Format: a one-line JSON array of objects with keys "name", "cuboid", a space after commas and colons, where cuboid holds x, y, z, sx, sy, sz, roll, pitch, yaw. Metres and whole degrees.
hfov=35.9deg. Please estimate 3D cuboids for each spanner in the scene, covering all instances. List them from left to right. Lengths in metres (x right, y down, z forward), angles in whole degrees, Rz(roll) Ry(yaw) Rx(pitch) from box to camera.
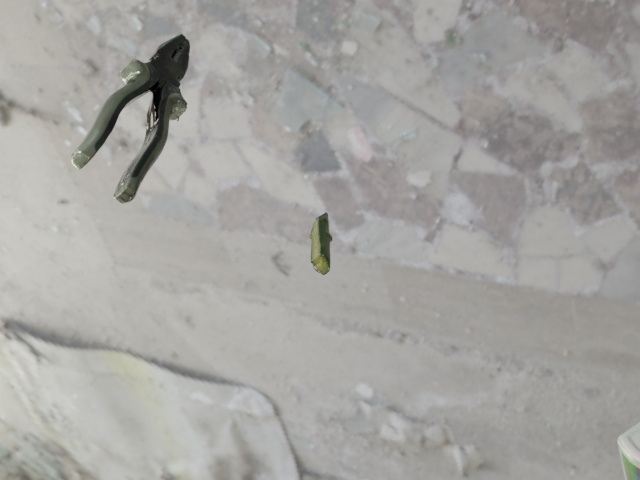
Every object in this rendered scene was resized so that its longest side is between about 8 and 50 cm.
[{"name": "spanner", "cuboid": [-0.217, -0.169, 1.233, 0.096, 0.324, 0.040, 41, 127, -21]}]

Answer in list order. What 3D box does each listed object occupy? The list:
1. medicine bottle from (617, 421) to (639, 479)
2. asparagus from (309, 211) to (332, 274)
[{"name": "medicine bottle", "cuboid": [0.453, 0.346, 1.275, 0.115, 0.078, 0.219, 27, 141, 57]}, {"name": "asparagus", "cuboid": [0.001, 0.000, 1.134, 0.021, 0.108, 0.025, 34, 120, -22]}]
